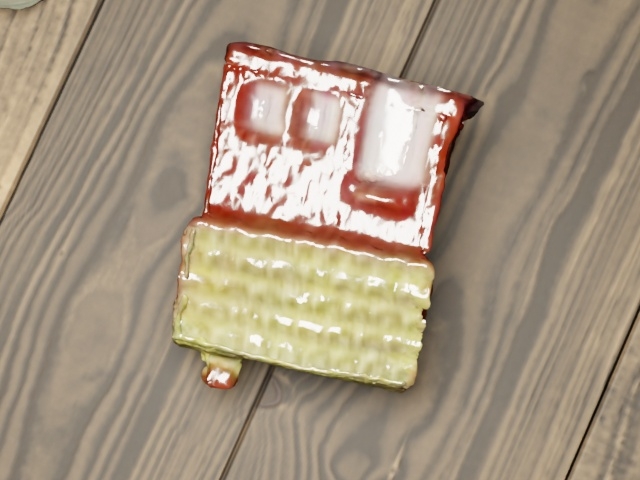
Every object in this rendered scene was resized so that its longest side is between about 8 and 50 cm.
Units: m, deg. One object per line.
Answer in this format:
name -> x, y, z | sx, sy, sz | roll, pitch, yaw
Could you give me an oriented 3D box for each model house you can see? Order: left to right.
model house -> 0.000, 0.000, 1.430 | 0.196, 0.160, 0.254 | 13, 87, 2

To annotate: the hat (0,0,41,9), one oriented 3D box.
hat -> -0.238, -0.314, 1.447 | 0.214, 0.149, 0.245 | 11, 76, -24
